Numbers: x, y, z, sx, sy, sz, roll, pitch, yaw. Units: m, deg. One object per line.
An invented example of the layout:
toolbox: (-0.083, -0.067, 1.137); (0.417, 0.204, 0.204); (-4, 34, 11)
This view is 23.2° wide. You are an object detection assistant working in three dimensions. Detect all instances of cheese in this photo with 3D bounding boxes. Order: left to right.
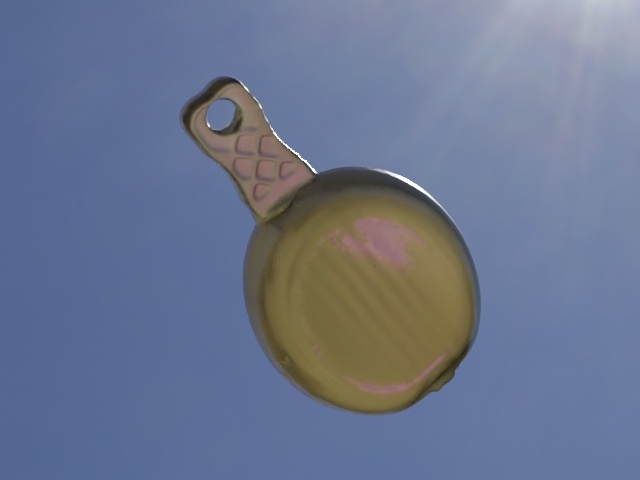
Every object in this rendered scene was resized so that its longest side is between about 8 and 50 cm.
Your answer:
cheese: (0.000, 0.000, 0.905); (0.137, 0.064, 0.227); (-43, -67, -8)
